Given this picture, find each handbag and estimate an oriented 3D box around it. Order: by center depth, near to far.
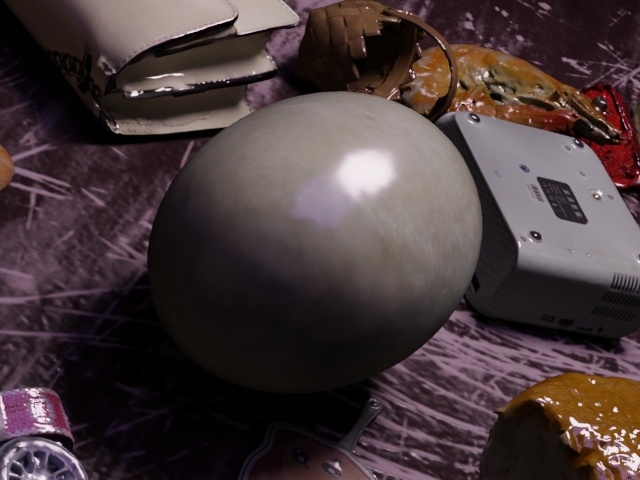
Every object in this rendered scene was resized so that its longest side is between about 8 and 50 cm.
[{"bbox_3d":[-0.221,-0.276,1.849,0.236,0.160,0.358,-15,52,-39],"label":"handbag"}]

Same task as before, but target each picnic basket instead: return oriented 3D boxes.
[{"bbox_3d":[0.073,-0.198,1.996,0.178,0.128,0.137,33,32,24],"label":"picnic basket"}]

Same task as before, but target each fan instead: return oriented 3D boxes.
[{"bbox_3d":[0.011,0.192,1.512,0.132,0.009,0.220,34,33,3],"label":"fan"}]

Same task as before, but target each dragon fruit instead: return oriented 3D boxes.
[{"bbox_3d":[0.325,-0.103,2.122,0.127,0.120,0.161,34,35,-61],"label":"dragon fruit"}]

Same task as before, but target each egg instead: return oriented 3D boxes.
[{"bbox_3d":[0.000,0.000,1.539,0.258,0.258,0.352,43,37,21],"label":"egg"}]

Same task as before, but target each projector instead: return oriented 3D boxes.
[{"bbox_3d":[0.233,-0.020,1.894,0.198,0.108,0.250,12,35,-28],"label":"projector"}]

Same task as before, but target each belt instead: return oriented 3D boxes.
[{"bbox_3d":[-0.287,0.140,1.288,0.232,0.071,0.053,0,49,-38],"label":"belt"}]

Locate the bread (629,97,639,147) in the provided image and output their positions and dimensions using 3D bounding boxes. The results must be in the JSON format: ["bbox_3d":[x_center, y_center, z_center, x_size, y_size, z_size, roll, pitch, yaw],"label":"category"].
[{"bbox_3d":[0.500,-0.068,2.105,0.155,0.187,0.338,12,37,-38],"label":"bread"}]

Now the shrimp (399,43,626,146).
[{"bbox_3d":[0.222,-0.160,2.062,0.294,0.062,0.154,19,45,30],"label":"shrimp"}]

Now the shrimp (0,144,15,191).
[{"bbox_3d":[-0.369,-0.072,1.538,0.133,0.053,0.236,46,32,21],"label":"shrimp"}]

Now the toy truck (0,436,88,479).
[{"bbox_3d":[-0.102,0.295,1.125,0.387,0.173,0.207,24,41,-13],"label":"toy truck"}]

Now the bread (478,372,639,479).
[{"bbox_3d":[0.256,0.263,1.400,0.250,0.225,0.279,1,35,-40],"label":"bread"}]
